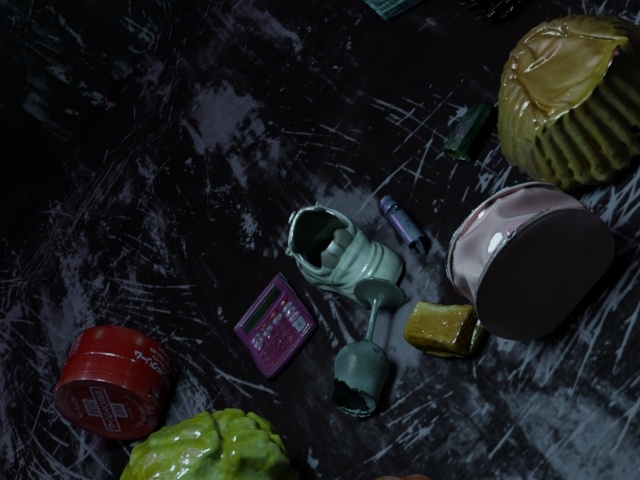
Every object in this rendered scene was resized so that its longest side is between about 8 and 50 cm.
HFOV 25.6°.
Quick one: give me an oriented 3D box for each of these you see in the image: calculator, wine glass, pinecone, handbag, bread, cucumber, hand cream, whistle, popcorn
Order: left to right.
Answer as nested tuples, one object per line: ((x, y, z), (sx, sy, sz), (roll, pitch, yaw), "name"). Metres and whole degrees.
((-0.357, 0.247, 2.452), (0.193, 0.193, 0.125), (-29, 37, 40), "hand cream")
((-0.161, 0.362, 1.968), (0.258, 0.224, 0.270), (0, 52, 50), "popcorn")
((-0.073, 0.141, 2.295), (0.126, 0.034, 0.190), (-50, 32, 6), "calculator")
((0.066, 0.151, 2.003), (0.079, 0.079, 0.195), (-28, 35, 41), "wine glass")
((0.128, -0.025, 2.162), (0.033, 0.033, 0.176), (-49, 27, 9), "whistle")
((0.169, 0.119, 1.904), (0.132, 0.053, 0.074), (-1, 61, 58), "bread")
((0.231, -0.171, 2.151), (0.105, 0.048, 0.048), (-58, 27, -9), "cucumber")
((0.280, -0.428, 2.304), (0.140, 0.121, 0.140), (-39, 22, 19), "pinecone")
((0.256, 0.022, 1.745), (0.205, 0.179, 0.116), (-52, 34, 17), "handbag")
((0.343, -0.199, 1.899), (0.274, 0.149, 0.274), (-32, 35, 25), "bread")

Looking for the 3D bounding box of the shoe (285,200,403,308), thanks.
((0.000, 0.000, 2.206), (0.124, 0.159, 0.316), (-57, 29, -3), "shoe")

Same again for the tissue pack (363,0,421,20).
((0.222, -0.561, 2.574), (0.316, 0.103, 0.228), (-25, 40, 45), "tissue pack")

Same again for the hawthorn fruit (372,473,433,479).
((0.097, 0.374, 1.486), (0.284, 0.284, 0.284), (-39, 30, 28), "hawthorn fruit")
